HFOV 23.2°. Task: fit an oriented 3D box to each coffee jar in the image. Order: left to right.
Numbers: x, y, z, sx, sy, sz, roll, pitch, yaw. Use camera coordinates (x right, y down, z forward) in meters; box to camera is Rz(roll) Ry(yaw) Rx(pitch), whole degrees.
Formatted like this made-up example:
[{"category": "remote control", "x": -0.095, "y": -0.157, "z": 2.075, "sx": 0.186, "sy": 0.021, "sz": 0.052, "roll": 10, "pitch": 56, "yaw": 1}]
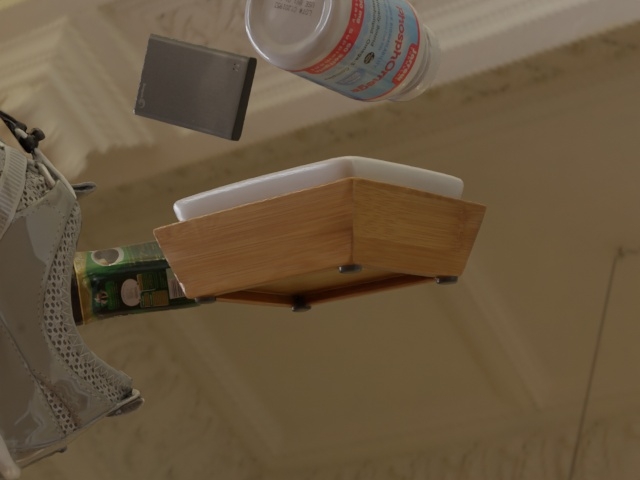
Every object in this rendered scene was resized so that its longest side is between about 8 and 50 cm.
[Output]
[{"category": "coffee jar", "x": -0.237, "y": 0.049, "z": 1.877, "sx": 0.184, "sy": 0.096, "sz": 0.079, "roll": -8, "pitch": -65, "yaw": -10}]

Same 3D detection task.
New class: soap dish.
[{"category": "soap dish", "x": 0.000, "y": 0.000, "z": 1.691, "sx": 0.290, "sy": 0.118, "sz": 0.229, "roll": -13, "pitch": -14, "yaw": 39}]

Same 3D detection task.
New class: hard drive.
[{"category": "hard drive", "x": -0.141, "y": -0.171, "z": 1.734, "sx": 0.135, "sy": 0.022, "sz": 0.094, "roll": 16, "pitch": -82, "yaw": 27}]

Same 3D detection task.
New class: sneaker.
[{"category": "sneaker", "x": -0.167, "y": -0.026, "z": 0.733, "sx": 0.115, "sy": 0.105, "sz": 0.281, "roll": -19, "pitch": -77, "yaw": -17}]

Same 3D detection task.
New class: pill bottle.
[{"category": "pill bottle", "x": 0.022, "y": -0.152, "z": 1.151, "sx": 0.087, "sy": 0.087, "sz": 0.160, "roll": -16, "pitch": -17, "yaw": 31}]
